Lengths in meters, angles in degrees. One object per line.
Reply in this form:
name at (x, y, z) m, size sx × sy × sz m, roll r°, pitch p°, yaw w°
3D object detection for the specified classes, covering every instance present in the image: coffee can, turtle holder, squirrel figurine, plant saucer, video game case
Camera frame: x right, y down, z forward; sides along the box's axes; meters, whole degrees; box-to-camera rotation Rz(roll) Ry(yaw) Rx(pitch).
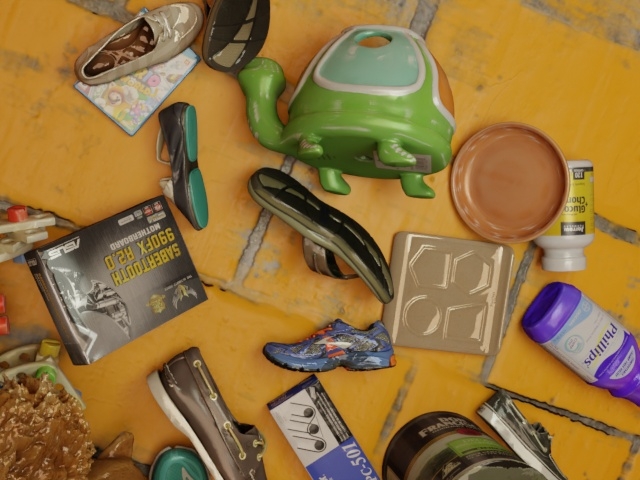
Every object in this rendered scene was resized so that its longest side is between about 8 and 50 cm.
coffee can at (0.231, 0.404, 1.447) m, size 0.201 × 0.275 × 0.202 m, roll -1°, pitch 95°, yaw -12°
turtle holder at (0.053, -0.201, 1.413) m, size 0.243 × 0.320 × 0.227 m, roll 23°, pitch 72°, yaw -50°
squirrel figurine at (-0.415, 0.372, 1.272) m, size 0.370 × 0.281 × 0.397 m, roll -2°, pitch 139°, yaw -21°
plant saucer at (0.314, -0.095, 1.503) m, size 0.200 × 0.037 × 0.200 m, roll 3°, pitch 97°, yaw 29°
video game case at (-0.286, -0.263, 1.428) m, size 0.119 × 0.015 × 0.166 m, roll 41°, pitch 85°, yaw -11°

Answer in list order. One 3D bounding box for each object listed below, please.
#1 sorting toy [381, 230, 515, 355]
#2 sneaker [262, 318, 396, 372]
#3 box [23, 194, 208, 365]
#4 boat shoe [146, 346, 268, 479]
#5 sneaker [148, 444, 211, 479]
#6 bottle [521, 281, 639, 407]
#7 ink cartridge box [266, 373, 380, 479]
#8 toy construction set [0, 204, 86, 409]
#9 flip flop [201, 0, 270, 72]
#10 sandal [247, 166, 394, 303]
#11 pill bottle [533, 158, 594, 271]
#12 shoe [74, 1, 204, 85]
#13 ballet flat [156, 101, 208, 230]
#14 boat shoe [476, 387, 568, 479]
sorting toy at (0.214, 0.090, 1.547) m, size 0.208 × 0.038 × 0.193 m, roll 8°, pitch 93°, yaw -7°
sneaker at (0.013, 0.172, 1.497) m, size 0.221 × 0.083 × 0.087 m, roll 0°, pitch 78°, yaw -14°
box at (-0.302, 0.056, 1.374) m, size 0.231 × 0.056 × 0.183 m, roll -28°, pitch 100°, yaw -39°
boat shoe at (-0.145, 0.319, 1.451) m, size 0.096 × 0.116 × 0.324 m, roll -36°, pitch 94°, yaw -4°
sneaker at (-0.223, 0.464, 1.446) m, size 0.107 × 0.110 × 0.275 m, roll 2°, pitch 93°, yaw -11°
bottle at (0.483, 0.192, 1.575) m, size 0.283 × 0.092 × 0.118 m, roll 39°, pitch 85°, yaw -11°
ink cartridge box at (0.005, 0.335, 1.514) m, size 0.097 × 0.046 × 0.207 m, roll -31°, pitch 100°, yaw -6°
toy construction set at (-0.470, 0.115, 1.349) m, size 0.215 × 0.151 × 0.328 m, roll -5°, pitch 95°, yaw -11°
flip flop at (-0.139, -0.390, 1.416) m, size 0.112 × 0.080 × 0.277 m, roll 15°, pitch 75°, yaw -48°
sandal at (-0.001, -0.001, 1.469) m, size 0.302 × 0.120 × 0.086 m, roll 38°, pitch 114°, yaw -10°
pill bottle at (0.408, -0.043, 1.538) m, size 0.103 × 0.103 × 0.184 m, roll -4°, pitch 94°, yaw -11°
shoe at (-0.273, -0.298, 1.390) m, size 0.219 × 0.058 × 0.077 m, roll -31°, pitch 100°, yaw -8°
ballet flat at (-0.221, -0.115, 1.431) m, size 0.074 × 0.074 × 0.203 m, roll -8°, pitch 102°, yaw -11°
boat shoe at (0.366, 0.349, 1.571) m, size 0.070 × 0.078 × 0.219 m, roll -44°, pitch 99°, yaw -4°
